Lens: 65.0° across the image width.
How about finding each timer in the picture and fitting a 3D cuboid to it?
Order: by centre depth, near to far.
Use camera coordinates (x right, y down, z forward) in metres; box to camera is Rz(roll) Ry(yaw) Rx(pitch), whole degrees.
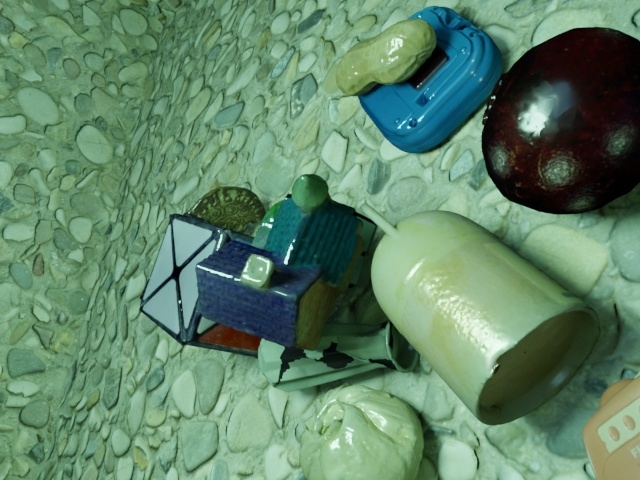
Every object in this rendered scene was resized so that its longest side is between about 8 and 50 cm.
[{"bbox_3d":[0.239,-0.388,1.188,0.309,0.115,0.339,-44,43,20],"label":"timer"}]

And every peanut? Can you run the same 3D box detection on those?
[{"bbox_3d":[0.139,-0.401,1.136,0.275,0.111,0.124,-10,79,49],"label":"peanut"}]

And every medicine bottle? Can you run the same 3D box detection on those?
[{"bbox_3d":[0.228,0.085,0.870,0.235,0.236,0.406,-55,42,13],"label":"medicine bottle"}]

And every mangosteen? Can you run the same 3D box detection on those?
[{"bbox_3d":[0.400,-0.171,0.784,0.297,0.293,0.297,-53,4,5],"label":"mangosteen"}]

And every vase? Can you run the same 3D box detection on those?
[{"bbox_3d":[0.029,0.241,1.090,0.361,0.165,0.164,-16,60,38],"label":"vase"}]

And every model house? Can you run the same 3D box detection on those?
[{"bbox_3d":[-0.074,0.035,0.952,0.246,0.280,0.311,19,79,19],"label":"model house"}]

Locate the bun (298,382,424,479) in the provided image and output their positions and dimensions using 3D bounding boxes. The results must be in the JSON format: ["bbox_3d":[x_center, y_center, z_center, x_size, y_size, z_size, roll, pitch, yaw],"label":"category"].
[{"bbox_3d":[0.056,0.387,0.950,0.259,0.160,0.259,-37,35,32],"label":"bun"}]

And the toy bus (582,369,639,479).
[{"bbox_3d":[0.460,0.237,0.589,0.287,0.194,0.232,-52,28,24],"label":"toy bus"}]

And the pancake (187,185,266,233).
[{"bbox_3d":[-0.287,-0.026,1.505,0.033,0.286,0.288,34,140,45],"label":"pancake"}]

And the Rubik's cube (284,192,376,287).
[{"bbox_3d":[-0.001,0.000,1.219,0.184,0.167,0.180,15,84,51],"label":"Rubik's cube"}]

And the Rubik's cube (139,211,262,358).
[{"bbox_3d":[-0.260,0.121,1.349,0.310,0.305,0.306,17,88,48],"label":"Rubik's cube"}]
